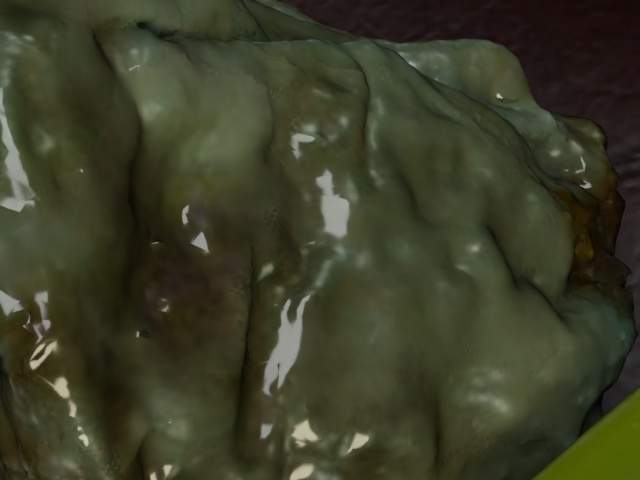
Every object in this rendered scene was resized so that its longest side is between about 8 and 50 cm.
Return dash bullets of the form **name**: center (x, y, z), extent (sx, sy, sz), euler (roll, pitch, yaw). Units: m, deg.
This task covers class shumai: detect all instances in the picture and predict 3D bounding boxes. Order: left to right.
- **shumai**: center (0.000, 0.000, 0.717), extent (0.263, 0.304, 0.309), euler (-4, 66, -9)

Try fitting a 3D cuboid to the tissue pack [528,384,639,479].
- **tissue pack**: center (0.163, 0.157, 0.682), extent (0.274, 0.167, 0.200), euler (-38, 67, -13)
